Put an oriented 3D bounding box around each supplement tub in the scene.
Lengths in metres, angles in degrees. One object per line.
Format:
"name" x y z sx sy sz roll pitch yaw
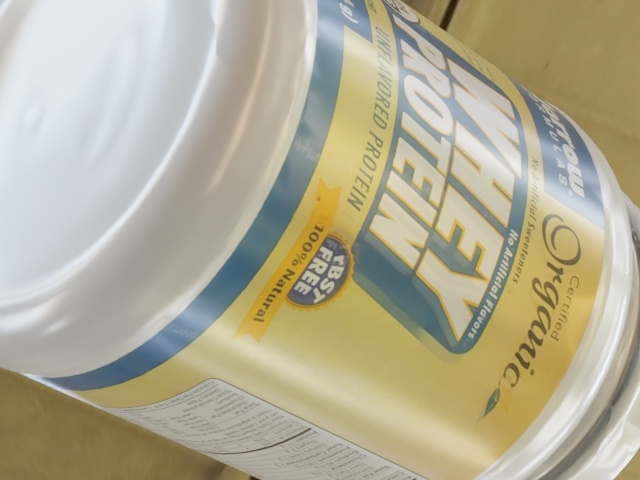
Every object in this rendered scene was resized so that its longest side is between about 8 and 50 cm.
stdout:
"supplement tub" 0.000 0.000 0.588 0.199 0.144 0.144 29 -105 -38
